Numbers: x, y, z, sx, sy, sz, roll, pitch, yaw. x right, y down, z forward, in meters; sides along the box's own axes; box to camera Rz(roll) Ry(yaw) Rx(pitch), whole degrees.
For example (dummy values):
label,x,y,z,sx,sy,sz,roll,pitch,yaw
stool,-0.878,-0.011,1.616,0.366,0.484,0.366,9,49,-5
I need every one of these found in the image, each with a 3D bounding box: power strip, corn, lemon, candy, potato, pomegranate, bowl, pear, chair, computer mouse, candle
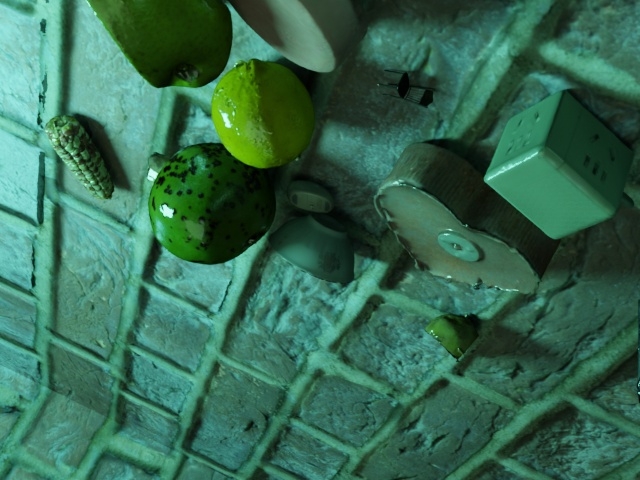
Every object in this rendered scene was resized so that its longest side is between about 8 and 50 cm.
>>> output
label,x,y,z,sx,sy,sz,roll,pitch,yaw
power strip,0.385,-0.096,1.588,0.224,0.140,0.139,38,145,-18
corn,-0.496,-0.168,2.167,0.079,0.079,0.237,9,145,26
lemon,-0.096,-0.214,1.733,0.173,0.173,0.206,7,131,28
candy,-0.044,-0.353,1.492,0.255,0.094,0.255,39,170,8
potato,0.280,0.188,2.147,0.100,0.089,0.172,42,-178,11
pomegranate,-0.220,-0.077,1.967,0.270,0.254,0.254,31,149,15
bowl,0.000,0.000,2.019,0.189,0.189,0.086,26,108,0
pear,-0.224,-0.350,1.522,0.159,0.292,0.292,-25,130,8
chair,0.137,-0.243,1.650,0.086,0.037,0.042,17,158,21
computer mouse,-0.017,-0.088,1.981,0.096,0.039,0.066,13,147,6
candle,0.253,-0.024,1.806,0.317,0.131,0.287,32,155,8

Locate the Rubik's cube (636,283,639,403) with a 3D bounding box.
label,x,y,z,sx,sy,sz,roll,pitch,yaw
Rubik's cube,0.651,0.121,1.487,0.310,0.307,0.305,29,125,-2
